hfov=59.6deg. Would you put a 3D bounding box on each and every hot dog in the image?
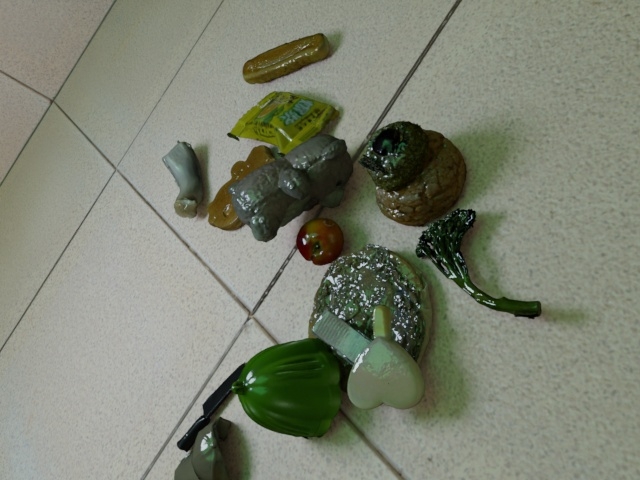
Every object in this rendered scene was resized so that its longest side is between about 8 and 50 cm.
[{"bbox_3d":[-0.093,-0.475,1.476,0.286,0.061,0.087,-2,71,40],"label":"hot dog"}]

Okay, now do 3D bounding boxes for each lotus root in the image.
[{"bbox_3d":[-0.080,0.258,0.976,0.186,0.186,0.186,-20,56,33],"label":"lotus root"}]

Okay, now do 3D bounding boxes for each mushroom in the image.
[{"bbox_3d":[-0.373,-0.172,1.545,0.099,0.096,0.278,-37,53,23],"label":"mushroom"}]

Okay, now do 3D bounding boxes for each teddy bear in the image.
[{"bbox_3d":[-0.053,-0.110,1.159,0.267,0.236,0.151,-27,90,-10],"label":"teddy bear"}]

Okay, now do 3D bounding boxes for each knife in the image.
[{"bbox_3d":[-0.231,0.349,1.194,0.230,0.028,0.060,-51,29,4],"label":"knife"}]

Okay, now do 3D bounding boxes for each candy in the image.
[{"bbox_3d":[-0.102,-0.292,1.367,0.187,0.081,0.297,-48,44,-14],"label":"candy"}]

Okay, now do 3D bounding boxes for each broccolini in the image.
[{"bbox_3d":[0.262,0.030,0.897,0.271,0.062,0.123,42,113,51],"label":"broccolini"}]

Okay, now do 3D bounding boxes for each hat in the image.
[{"bbox_3d":[-0.242,0.447,1.107,0.175,0.085,0.147,-35,49,23],"label":"hat"}]

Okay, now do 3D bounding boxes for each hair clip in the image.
[{"bbox_3d":[0.083,0.183,0.912,0.218,0.071,0.159,35,100,35],"label":"hair clip"}]

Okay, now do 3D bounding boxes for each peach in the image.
[{"bbox_3d":[0.001,0.000,1.125,0.101,0.101,0.100,-20,56,33],"label":"peach"}]

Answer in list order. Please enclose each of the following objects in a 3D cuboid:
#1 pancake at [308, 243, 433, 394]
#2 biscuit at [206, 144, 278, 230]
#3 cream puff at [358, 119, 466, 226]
[{"bbox_3d":[0.084,0.145,0.999,0.283,0.049,0.282,-16,63,33],"label":"pancake"},{"bbox_3d":[-0.193,-0.122,1.398,0.249,0.035,0.184,-50,44,10],"label":"biscuit"},{"bbox_3d":[0.149,-0.133,1.005,0.183,0.169,0.183,-19,58,32],"label":"cream puff"}]
